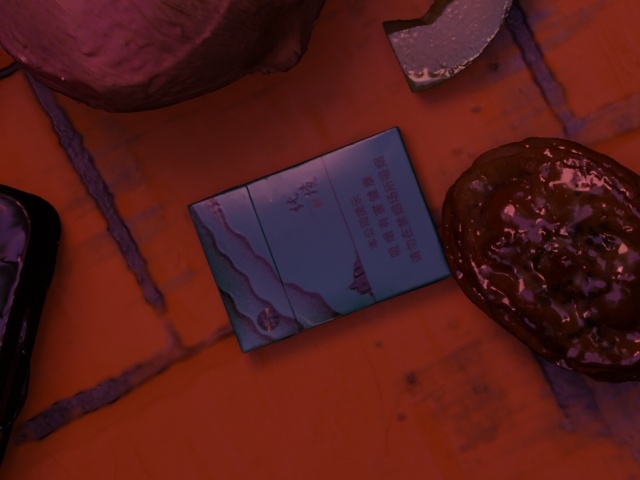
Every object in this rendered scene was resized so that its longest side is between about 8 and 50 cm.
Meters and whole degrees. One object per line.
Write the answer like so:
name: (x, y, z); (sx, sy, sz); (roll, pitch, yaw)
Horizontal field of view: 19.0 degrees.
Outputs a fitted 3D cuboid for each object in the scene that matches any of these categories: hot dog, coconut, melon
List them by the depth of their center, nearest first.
coconut: (-0.151, -0.297, 1.753); (0.404, 0.404, 0.405); (0, 92, 5)
hot dog: (0.246, 0.014, 1.849); (0.272, 0.122, 0.196); (37, 95, 2)
melon: (0.131, -0.244, 1.881); (0.118, 0.064, 0.209); (34, 97, 2)

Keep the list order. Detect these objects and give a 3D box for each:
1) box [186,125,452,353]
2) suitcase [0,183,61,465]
box: (0.000, 0.000, 1.908); (0.226, 0.042, 0.161); (-20, 89, 5)
suitcase: (-0.421, 0.119, 1.873); (0.283, 0.194, 0.434); (15, 93, 5)
